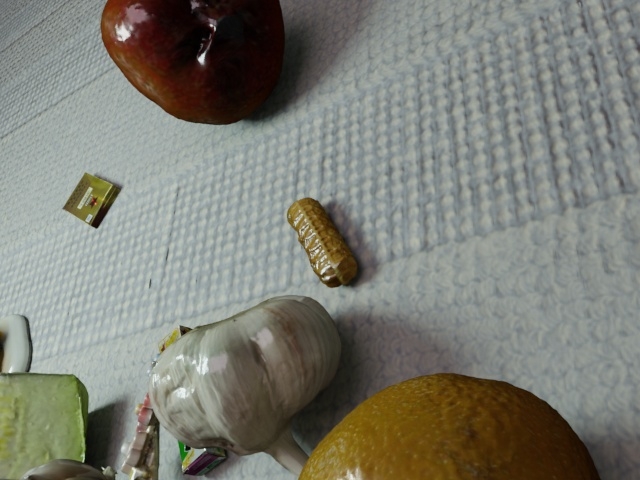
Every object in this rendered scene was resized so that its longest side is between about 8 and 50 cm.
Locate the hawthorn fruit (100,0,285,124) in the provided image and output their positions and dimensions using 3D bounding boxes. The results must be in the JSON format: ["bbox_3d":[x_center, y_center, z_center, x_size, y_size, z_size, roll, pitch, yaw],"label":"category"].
[{"bbox_3d":[-0.205,-0.334,1.039,0.295,0.295,0.311,-54,47,1],"label":"hawthorn fruit"}]

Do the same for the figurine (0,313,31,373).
[{"bbox_3d":[-0.630,0.227,1.162,0.167,0.141,0.249,-33,48,19],"label":"figurine"}]

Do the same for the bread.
[{"bbox_3d":[0.000,0.000,0.836,0.052,0.044,0.157,-45,45,14],"label":"bread"}]

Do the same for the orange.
[{"bbox_3d":[0.093,0.234,0.488,0.264,0.264,0.264,-20,54,30],"label":"orange"}]

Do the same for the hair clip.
[{"bbox_3d":[-0.219,0.230,0.826,0.062,0.056,0.213,123,154,-70],"label":"hair clip"}]

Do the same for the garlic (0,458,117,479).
[{"bbox_3d":[-0.340,0.332,0.785,0.131,0.194,0.127,38,96,42],"label":"garlic"}]

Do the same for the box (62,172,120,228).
[{"bbox_3d":[-0.455,-0.081,1.282,0.133,0.023,0.090,21,81,45],"label":"box"}]

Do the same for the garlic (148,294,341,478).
[{"bbox_3d":[-0.063,0.177,0.710,0.219,0.219,0.212,-27,85,26],"label":"garlic"}]

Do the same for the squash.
[{"bbox_3d":[-0.445,0.361,0.865,0.308,0.234,0.210,-102,29,-42],"label":"squash"}]

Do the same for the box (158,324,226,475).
[{"bbox_3d":[-0.173,0.207,0.860,0.050,0.041,0.207,-41,45,16],"label":"box"}]
